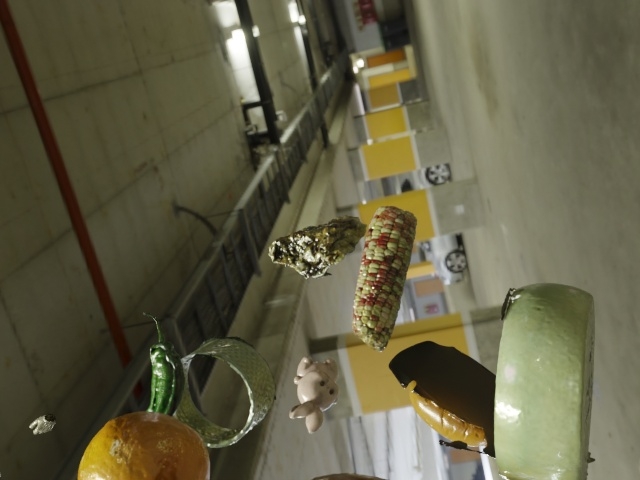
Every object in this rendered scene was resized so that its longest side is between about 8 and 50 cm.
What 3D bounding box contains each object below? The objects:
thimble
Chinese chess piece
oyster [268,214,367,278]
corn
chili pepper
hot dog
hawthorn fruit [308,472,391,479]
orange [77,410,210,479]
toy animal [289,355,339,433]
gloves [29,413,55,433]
[{"bbox_3d":[-0.269,0.399,1.861,0.150,0.270,0.271,-21,-81,-72],"label":"thimble"},{"bbox_3d":[0.209,0.133,0.640,0.188,0.083,0.189,4,-90,-66],"label":"Chinese chess piece"},{"bbox_3d":[0.000,0.000,1.826,0.223,0.214,0.083,-49,-48,-27],"label":"oyster"},{"bbox_3d":[0.104,0.060,1.185,0.086,0.086,0.253,61,-140,-63],"label":"corn"},{"bbox_3d":[-0.331,0.295,1.428,0.065,0.122,0.279,55,-134,-75],"label":"chili pepper"},{"bbox_3d":[0.286,0.350,1.416,0.326,0.194,0.107,50,157,39],"label":"hot dog"},{"bbox_3d":[0.032,0.340,0.668,0.298,0.276,0.277,-79,-24,-57],"label":"hawthorn fruit"},{"bbox_3d":[-0.239,0.315,0.961,0.177,0.177,0.155,58,-154,-67],"label":"orange"},{"bbox_3d":[-0.005,0.370,1.705,0.212,0.124,0.124,-92,-12,-68],"label":"toy animal"},{"bbox_3d":[-0.617,0.407,1.561,0.044,0.081,0.037,31,-140,-19],"label":"gloves"}]
